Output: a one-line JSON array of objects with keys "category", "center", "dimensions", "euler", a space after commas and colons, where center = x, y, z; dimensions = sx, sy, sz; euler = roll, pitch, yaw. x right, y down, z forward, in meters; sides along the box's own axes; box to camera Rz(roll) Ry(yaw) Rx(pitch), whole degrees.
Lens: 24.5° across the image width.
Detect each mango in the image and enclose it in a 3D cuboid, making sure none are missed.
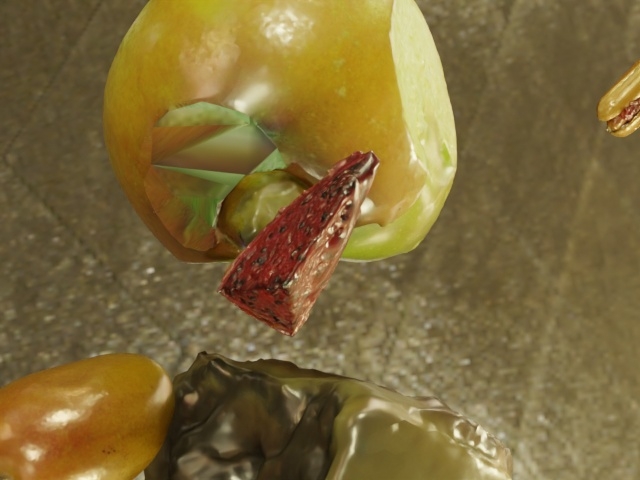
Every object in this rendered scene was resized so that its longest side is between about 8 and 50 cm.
[{"category": "mango", "center": [-0.225, 0.176, 1.366], "dimensions": [0.221, 0.151, 0.120], "euler": [-21, 121, -30]}]

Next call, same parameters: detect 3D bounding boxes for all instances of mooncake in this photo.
[{"category": "mooncake", "center": [-0.008, 0.249, 1.454], "dimensions": [0.393, 0.394, 0.246], "euler": [45, 62, -69]}]

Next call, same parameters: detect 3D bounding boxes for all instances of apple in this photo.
[{"category": "apple", "center": [-0.032, -0.114, 1.520], "dimensions": [0.384, 0.374, 0.374], "euler": [41, 47, -10]}]

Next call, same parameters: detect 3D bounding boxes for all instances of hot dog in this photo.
[{"category": "hot dog", "center": [0.206, -0.096, 0.904], "dimensions": [0.037, 0.083, 0.021], "euler": [40, 7, -34]}]

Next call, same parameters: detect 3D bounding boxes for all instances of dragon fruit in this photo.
[{"category": "dragon fruit", "center": [0.002, 0.003, 1.016], "dimensions": [0.063, 0.097, 0.131], "euler": [42, 72, -23]}]
